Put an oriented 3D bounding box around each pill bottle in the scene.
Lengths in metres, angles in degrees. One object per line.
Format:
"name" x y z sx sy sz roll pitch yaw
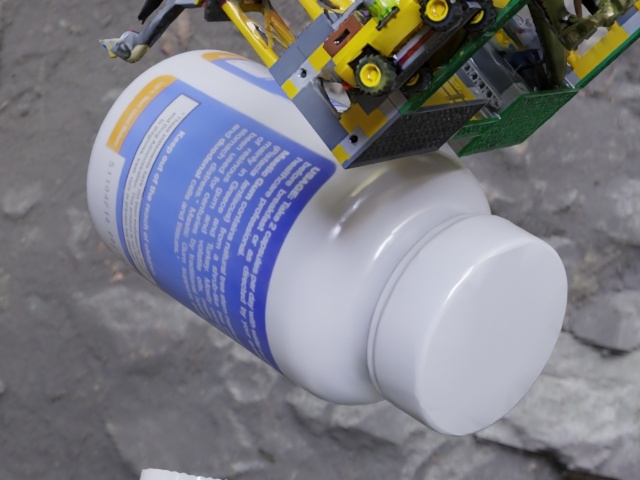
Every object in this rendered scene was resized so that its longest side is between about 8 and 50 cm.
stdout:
"pill bottle" 0.000 0.000 0.758 0.272 0.152 0.152 31 136 41

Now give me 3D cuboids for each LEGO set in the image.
"LEGO set" 0.065 -0.172 0.631 0.192 0.331 0.255 52 125 11

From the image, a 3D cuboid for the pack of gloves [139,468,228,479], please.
"pack of gloves" -0.043 0.248 0.755 0.195 0.232 0.046 3 157 17
